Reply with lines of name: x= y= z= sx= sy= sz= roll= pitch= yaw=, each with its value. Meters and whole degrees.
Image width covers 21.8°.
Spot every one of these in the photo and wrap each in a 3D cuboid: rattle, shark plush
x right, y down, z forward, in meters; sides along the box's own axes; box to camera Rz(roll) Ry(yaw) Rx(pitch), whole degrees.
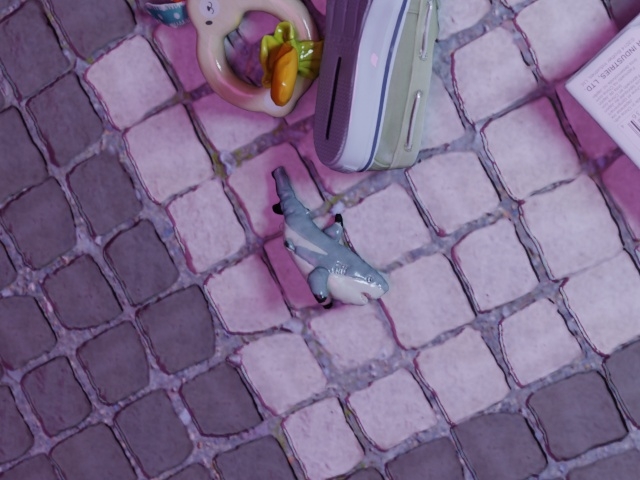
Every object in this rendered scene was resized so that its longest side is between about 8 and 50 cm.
rattle: x=-0.102 y=-0.195 z=1.591 sx=0.199 sy=0.143 sz=0.130 roll=38 pitch=127 yaw=1
shark plush: x=0.000 y=0.000 z=1.654 sx=0.067 sy=0.073 sz=0.161 roll=-32 pitch=68 yaw=1

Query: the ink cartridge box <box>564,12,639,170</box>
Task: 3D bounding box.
ink cartridge box: x=0.391 y=-0.090 z=1.492 sx=0.186 sy=0.065 sz=0.311 roll=-43 pitch=84 yaw=20

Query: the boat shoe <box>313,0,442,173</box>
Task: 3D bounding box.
boat shoe: x=0.064 y=-0.210 z=1.561 sx=0.109 sy=0.094 sz=0.302 roll=34 pitch=117 yaw=55
